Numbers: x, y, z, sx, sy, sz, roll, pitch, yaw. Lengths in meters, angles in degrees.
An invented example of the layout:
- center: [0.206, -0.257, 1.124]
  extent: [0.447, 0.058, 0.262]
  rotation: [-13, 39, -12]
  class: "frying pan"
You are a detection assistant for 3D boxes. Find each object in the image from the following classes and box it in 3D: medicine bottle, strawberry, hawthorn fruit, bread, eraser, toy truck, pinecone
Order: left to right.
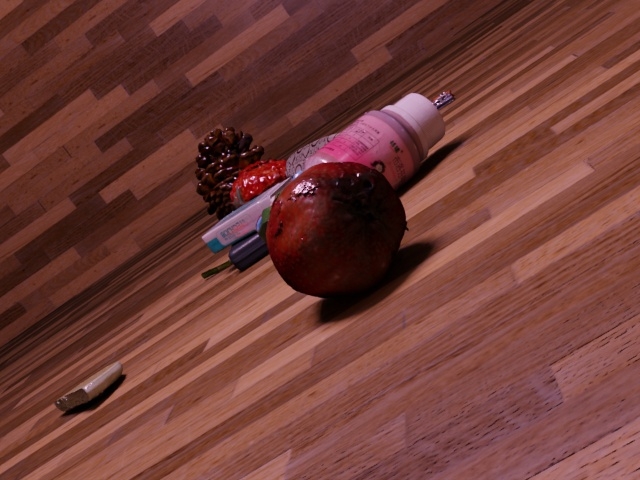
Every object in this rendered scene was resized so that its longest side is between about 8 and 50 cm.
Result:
- center: [-0.408, 0.264, 1.668]
  extent: [0.112, 0.036, 0.193]
  rotation: [-37, 5, -36]
  class: "bread"
- center: [-0.248, -0.204, 2.611]
  extent: [0.246, 0.292, 0.246]
  rotation: [-21, -31, -13]
  class: "pinecone"
- center: [-0.143, -0.050, 1.897]
  extent: [0.225, 0.052, 0.095]
  rotation: [-27, 12, 39]
  class: "eraser"
- center: [-0.130, -0.159, 2.349]
  extent: [0.236, 0.111, 0.190]
  rotation: [-28, -16, -24]
  class: "strawberry"
- center: [0.000, 0.000, 1.183]
  extent: [0.235, 0.181, 0.181]
  rotation: [-39, 4, 47]
  class: "hawthorn fruit"
- center: [0.098, -0.147, 1.587]
  extent: [0.247, 0.147, 0.147]
  rotation: [-39, 11, -19]
  class: "medicine bottle"
- center: [0.273, -0.318, 2.134]
  extent: [0.083, 0.024, 0.032]
  rotation: [-27, 42, 28]
  class: "toy truck"

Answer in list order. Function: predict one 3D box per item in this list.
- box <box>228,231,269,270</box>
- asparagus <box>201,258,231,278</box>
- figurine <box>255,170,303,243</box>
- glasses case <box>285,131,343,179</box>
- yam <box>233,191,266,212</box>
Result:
- center: [-0.086, -0.031, 1.914]
  extent: [0.230, 0.050, 0.160]
  rotation: [-34, 11, 7]
  class: "box"
- center: [-0.216, 0.056, 2.042]
  extent: [0.127, 0.018, 0.015]
  rotation: [-27, -27, 28]
  class: "asparagus"
- center: [-0.006, -0.081, 1.728]
  extent: [0.234, 0.127, 0.185]
  rotation: [-51, 7, -21]
  class: "figurine"
- center: [0.039, -0.168, 1.915]
  extent: [0.137, 0.085, 0.354]
  rotation: [3, -6, -24]
  class: "glasses case"
- center: [-0.140, -0.072, 2.214]
  extent: [0.141, 0.079, 0.079]
  rotation: [-27, 13, 33]
  class: "yam"
